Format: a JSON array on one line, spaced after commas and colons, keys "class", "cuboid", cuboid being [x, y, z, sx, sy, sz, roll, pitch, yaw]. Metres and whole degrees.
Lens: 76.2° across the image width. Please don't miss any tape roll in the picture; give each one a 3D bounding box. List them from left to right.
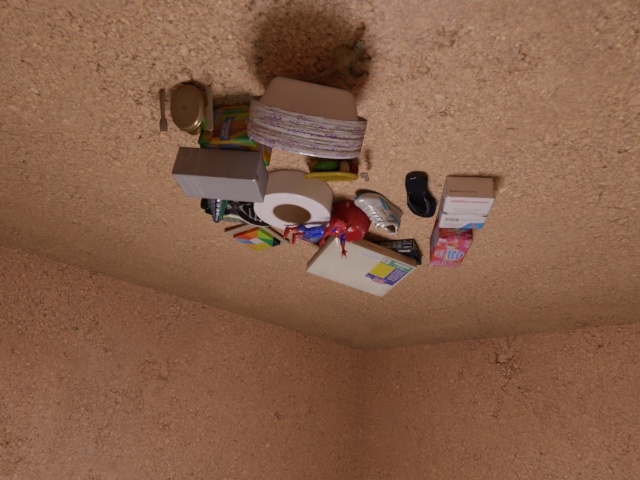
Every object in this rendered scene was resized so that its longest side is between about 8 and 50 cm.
[{"class": "tape roll", "cuboid": [-0.097, -0.136, 1.500, 0.286, 0.100, 0.286, 6, 154, 3]}]

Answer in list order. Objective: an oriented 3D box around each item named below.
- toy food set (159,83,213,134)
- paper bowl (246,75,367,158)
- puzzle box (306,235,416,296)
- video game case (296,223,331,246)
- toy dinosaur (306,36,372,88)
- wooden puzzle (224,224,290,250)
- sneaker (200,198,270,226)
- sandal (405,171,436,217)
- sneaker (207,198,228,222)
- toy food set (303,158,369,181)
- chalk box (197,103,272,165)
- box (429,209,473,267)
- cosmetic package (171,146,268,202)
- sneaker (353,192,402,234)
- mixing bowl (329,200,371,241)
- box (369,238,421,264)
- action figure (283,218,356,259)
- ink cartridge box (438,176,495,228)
[{"class": "toy food set", "cuboid": [-0.357, -0.355, 1.113, 0.192, 0.132, 0.038, 7, -169, 26]}, {"class": "paper bowl", "cuboid": [-0.027, -0.301, 0.979, 0.284, 0.284, 0.148, 10, 111, -4]}, {"class": "puzzle box", "cuboid": [0.177, 0.110, 1.794, 0.409, 0.052, 0.272, 21, 135, -20]}, {"class": "video game case", "cuboid": [0.036, -0.038, 1.751, 0.204, 0.025, 0.285, 18, 153, -20]}, {"class": "toy dinosaur", "cuboid": [0.058, -0.409, 0.958, 0.092, 0.053, 0.183, 42, 145, -24]}, {"class": "wooden puzzle", "cuboid": [-0.293, -0.008, 1.890, 0.238, 0.044, 0.221, -10, 149, 34]}, {"class": "sneaker", "cuboid": [-0.320, -0.117, 1.629, 0.300, 0.111, 0.121, 14, 171, -8]}, {"class": "sandal", "cuboid": [0.337, -0.141, 1.409, 0.097, 0.054, 0.254, -4, 152, 25]}, {"class": "sneaker", "cuboid": [-0.388, -0.173, 1.483, 0.098, 0.083, 0.224, 18, 122, 3]}, {"class": "toy food set", "cuboid": [0.054, -0.232, 1.303, 0.217, 0.071, 0.128, 2, 178, 17]}, {"class": "chalk box", "cuboid": [-0.257, -0.295, 1.174, 0.213, 0.132, 0.132, -1, 154, 16]}, {"class": "box", "cuboid": [0.495, -0.003, 1.567, 0.122, 0.128, 0.257, 4, 154, 9]}, {"class": "cosmetic package", "cuboid": [-0.275, -0.183, 1.148, 0.238, 0.107, 0.127, 3, 155, 3]}, {"class": "sneaker", "cuboid": [0.214, -0.099, 1.492, 0.228, 0.092, 0.087, 26, 151, -31]}, {"class": "mixing bowl", "cuboid": [0.113, -0.058, 1.565, 0.181, 0.098, 0.181, 2, 144, 2]}, {"class": "box", "cuboid": [0.330, 0.059, 1.834, 0.220, 0.051, 0.175, -4, 152, 24]}, {"class": "action figure", "cuboid": [0.000, 0.000, 1.490, 0.280, 0.139, 0.091, -10, 151, 27]}, {"class": "ink cartridge box", "cuboid": [0.483, -0.123, 1.367, 0.148, 0.086, 0.203, 3, 154, 9]}]
